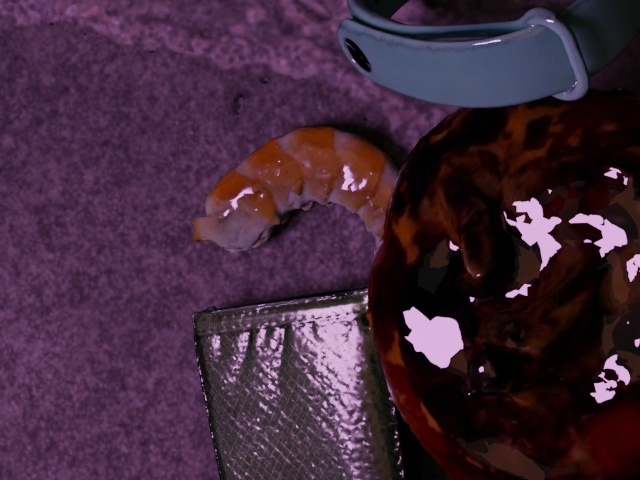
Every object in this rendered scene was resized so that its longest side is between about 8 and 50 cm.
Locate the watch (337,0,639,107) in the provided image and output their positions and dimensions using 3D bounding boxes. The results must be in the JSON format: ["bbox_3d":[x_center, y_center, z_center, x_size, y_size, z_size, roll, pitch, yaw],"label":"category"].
[{"bbox_3d":[0.121,-0.166,1.073,0.195,0.237,0.068,-34,124,-14],"label":"watch"}]

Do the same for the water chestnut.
[{"bbox_3d":[0.160,0.044,1.043,0.300,0.300,0.300,1,94,16],"label":"water chestnut"}]

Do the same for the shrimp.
[{"bbox_3d":[0.000,0.000,1.208,0.161,0.049,0.166,-33,92,14],"label":"shrimp"}]

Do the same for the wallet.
[{"bbox_3d":[-0.004,0.156,1.208,0.160,0.055,0.236,-9,94,21],"label":"wallet"}]
